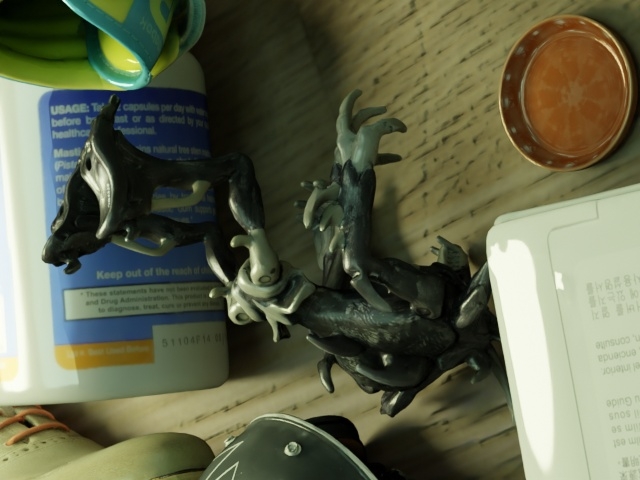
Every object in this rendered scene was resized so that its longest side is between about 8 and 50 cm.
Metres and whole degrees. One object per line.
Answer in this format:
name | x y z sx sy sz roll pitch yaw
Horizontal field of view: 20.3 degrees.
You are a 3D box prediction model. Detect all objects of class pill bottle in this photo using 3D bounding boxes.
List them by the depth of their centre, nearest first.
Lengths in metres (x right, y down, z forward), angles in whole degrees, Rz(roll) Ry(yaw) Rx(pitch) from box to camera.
pill bottle | -0.140 -0.039 1.092 0.152 0.152 0.272 -7 86 40

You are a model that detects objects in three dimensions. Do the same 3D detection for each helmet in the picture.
helmet | -0.001 0.175 0.969 0.169 0.161 0.169 1 92 40

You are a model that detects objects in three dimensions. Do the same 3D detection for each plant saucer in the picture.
plant saucer | 0.132 -0.078 0.947 0.083 0.013 0.083 2 93 41

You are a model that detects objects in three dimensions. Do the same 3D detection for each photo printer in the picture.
photo printer | 0.216 0.115 0.819 0.256 0.107 0.307 -15 82 40

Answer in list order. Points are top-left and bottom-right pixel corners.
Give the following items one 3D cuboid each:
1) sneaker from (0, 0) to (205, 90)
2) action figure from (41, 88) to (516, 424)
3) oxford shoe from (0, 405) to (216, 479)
sneaker | -0.072 -0.189 0.963 0.319 0.127 0.208 -30 52 0
action figure | 0.000 0.000 0.965 0.164 0.275 0.141 125 164 -57
oxford shoe | -0.217 0.156 1.175 0.397 0.140 0.146 -17 75 39
